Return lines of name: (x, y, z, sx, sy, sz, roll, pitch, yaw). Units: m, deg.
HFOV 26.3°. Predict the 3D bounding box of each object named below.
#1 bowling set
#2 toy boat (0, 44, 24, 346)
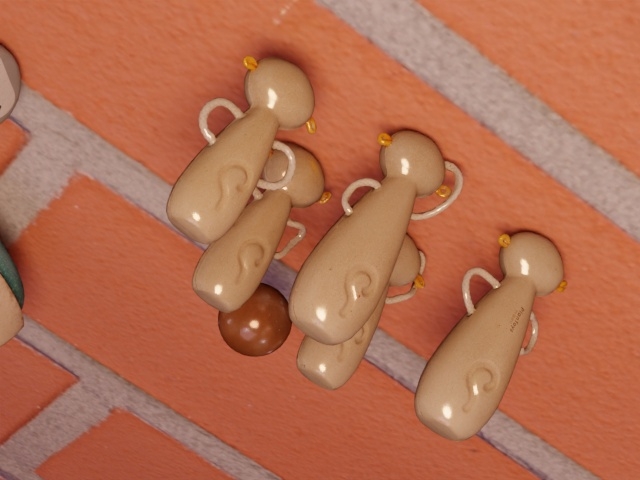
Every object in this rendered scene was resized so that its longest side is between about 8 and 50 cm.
bowling set: (0.000, 0.000, 0.926, 0.287, 0.154, 0.200, 41, 158, -24)
toy boat: (-0.314, -0.037, 1.038, 0.267, 0.148, 0.318, 38, 148, -10)
